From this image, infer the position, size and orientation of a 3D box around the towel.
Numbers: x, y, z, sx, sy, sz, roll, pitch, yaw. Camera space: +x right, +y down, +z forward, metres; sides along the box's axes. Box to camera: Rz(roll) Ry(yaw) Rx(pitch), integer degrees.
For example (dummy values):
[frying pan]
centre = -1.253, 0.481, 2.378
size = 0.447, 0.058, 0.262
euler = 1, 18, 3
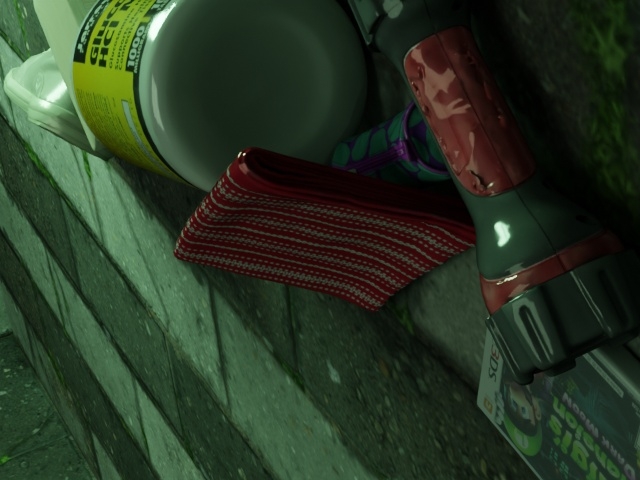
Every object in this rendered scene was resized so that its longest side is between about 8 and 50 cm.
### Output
[towel]
centre = 0.000, 0.000, 0.999
size = 0.275, 0.199, 0.031
euler = 138, 144, -68

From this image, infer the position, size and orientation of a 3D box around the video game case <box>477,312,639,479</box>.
[video game case]
centre = 0.176, 0.119, 0.891
size = 0.190, 0.022, 0.173
euler = 50, 152, 40

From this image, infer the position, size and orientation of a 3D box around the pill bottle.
[pill bottle]
centre = -0.112, -0.145, 1.120
size = 0.334, 0.188, 0.187
euler = 20, 127, 63

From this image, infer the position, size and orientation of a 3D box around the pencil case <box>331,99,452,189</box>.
[pencil case]
centre = 0.061, -0.064, 0.938
size = 0.064, 0.070, 0.152
euler = 69, 158, 1

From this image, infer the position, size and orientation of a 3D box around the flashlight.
[flashlight]
centre = 0.103, -0.065, 0.799
size = 0.103, 0.103, 0.304
euler = -36, 73, 41

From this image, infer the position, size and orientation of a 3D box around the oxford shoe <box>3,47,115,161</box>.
[oxford shoe]
centre = -0.321, -0.200, 1.689
size = 0.130, 0.169, 0.449
euler = -63, 20, 0

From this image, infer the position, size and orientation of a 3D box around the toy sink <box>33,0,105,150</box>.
[toy sink]
centre = -0.220, -0.240, 1.380
size = 0.152, 0.131, 0.234
euler = 102, 146, -55
